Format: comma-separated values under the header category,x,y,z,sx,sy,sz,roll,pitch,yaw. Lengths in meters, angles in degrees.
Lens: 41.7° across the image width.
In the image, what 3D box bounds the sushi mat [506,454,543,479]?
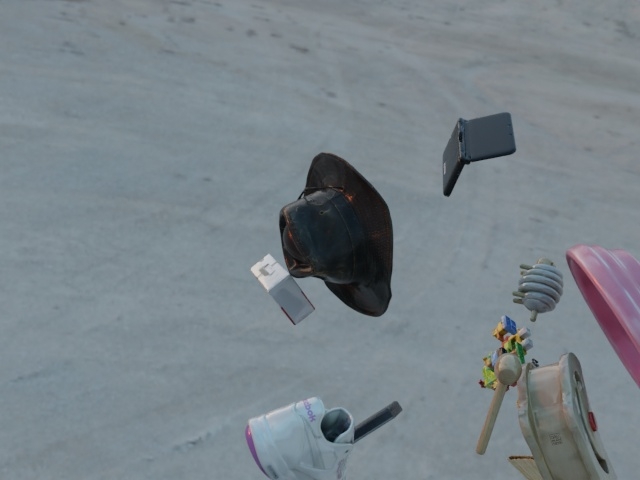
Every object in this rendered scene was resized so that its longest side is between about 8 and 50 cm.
category,x,y,z,sx,sy,sz,roll,pitch,yaw
sushi mat,0.625,0.667,2.163,0.316,0.019,0.151,46,-24,-7

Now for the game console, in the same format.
category,x,y,z,sx,sy,sz,roll,pitch,yaw
game console,0.229,-0.127,1.231,0.071,0.107,0.122,17,36,-4

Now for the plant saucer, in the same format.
category,x,y,z,sx,sy,sz,roll,pitch,yaw
plant saucer,0.512,0.140,1.342,0.084,0.332,0.332,-31,18,7

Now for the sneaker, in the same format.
category,x,y,z,sx,sy,sz,roll,pitch,yaw
sneaker,0.007,0.346,1.299,0.152,0.305,0.114,-29,46,2

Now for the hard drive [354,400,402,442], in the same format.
category,x,y,z,sx,sy,sz,roll,pitch,yaw
hard drive,0.074,0.324,1.444,0.022,0.135,0.094,57,11,10

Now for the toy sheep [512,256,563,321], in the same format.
category,x,y,z,sx,sy,sz,roll,pitch,yaw
toy sheep,0.405,0.090,1.556,0.091,0.132,0.091,17,-19,6

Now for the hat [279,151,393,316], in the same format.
category,x,y,z,sx,sy,sz,roll,pitch,yaw
hat,0.000,0.000,1.529,0.133,0.331,0.331,-14,28,-26

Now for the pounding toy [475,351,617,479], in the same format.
category,x,y,z,sx,sy,sz,roll,pitch,yaw
pounding toy,0.312,0.260,1.211,0.154,0.270,0.154,-19,15,25

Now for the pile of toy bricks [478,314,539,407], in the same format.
category,x,y,z,sx,sy,sz,roll,pitch,yaw
pile of toy bricks,0.352,0.250,1.635,0.118,0.105,0.212,34,34,-22

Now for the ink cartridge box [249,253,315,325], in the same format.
category,x,y,z,sx,sy,sz,roll,pitch,yaw
ink cartridge box,-0.078,0.097,1.681,0.056,0.099,0.135,-38,26,-6
